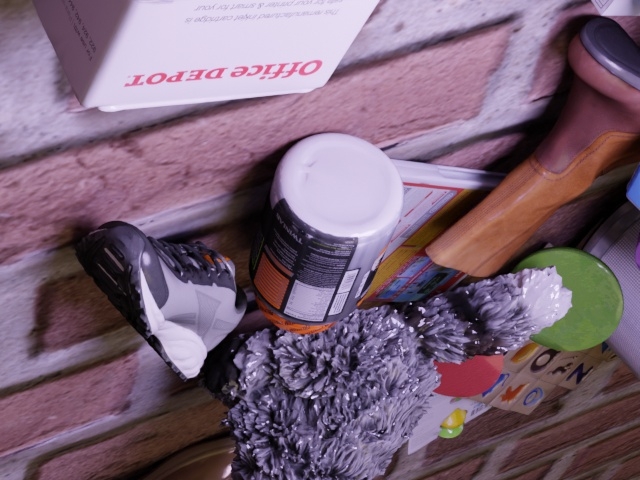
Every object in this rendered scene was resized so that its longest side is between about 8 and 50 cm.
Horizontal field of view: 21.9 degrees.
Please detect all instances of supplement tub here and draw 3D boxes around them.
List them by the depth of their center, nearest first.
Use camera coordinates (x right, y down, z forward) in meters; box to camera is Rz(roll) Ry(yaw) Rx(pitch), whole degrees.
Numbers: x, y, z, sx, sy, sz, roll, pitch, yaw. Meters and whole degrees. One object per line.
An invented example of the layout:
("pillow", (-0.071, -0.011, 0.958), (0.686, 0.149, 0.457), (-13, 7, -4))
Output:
("supplement tub", (0.000, 0.000, 1.482), (0.117, 0.117, 0.190), (-18, 155, -22))

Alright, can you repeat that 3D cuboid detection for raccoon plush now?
("raccoon plush", (0.061, 0.219, 1.662), (0.446, 0.299, 0.216), (-18, 167, 17))

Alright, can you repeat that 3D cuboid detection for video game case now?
("video game case", (0.095, -0.003, 1.689), (0.285, 0.025, 0.204), (4, 140, -50))

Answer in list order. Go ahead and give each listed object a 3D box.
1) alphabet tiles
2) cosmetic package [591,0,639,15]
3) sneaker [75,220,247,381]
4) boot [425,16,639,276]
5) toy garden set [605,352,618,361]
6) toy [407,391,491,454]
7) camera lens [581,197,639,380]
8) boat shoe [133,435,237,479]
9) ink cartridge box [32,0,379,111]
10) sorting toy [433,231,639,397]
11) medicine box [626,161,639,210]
("alphabet tiles", (0.300, 0.101, 2.043), (0.285, 0.011, 0.342), (-48, 147, 14))
("cosmetic package", (0.331, -0.246, 1.414), (0.239, 0.060, 0.099), (-6, 149, -40))
("sneaker", (-0.133, 0.034, 1.453), (0.108, 0.100, 0.271), (-41, 160, -5))
("boot", (0.206, -0.080, 1.576), (0.280, 0.096, 0.264), (-38, 164, 15))
("toy garden set", (0.429, 0.116, 2.253), (0.244, 0.049, 0.204), (-28, 156, 0))
("toy", (0.162, 0.160, 2.036), (0.137, 0.056, 0.237), (-26, 145, -22))
("camera lens", (0.437, 0.077, 1.880), (0.219, 0.274, 0.219), (-27, 147, -20))
("boat shoe", (-0.179, 0.330, 1.954), (0.341, 0.110, 0.122), (-21, 155, -15))
("ink cartridge box", (-0.040, -0.214, 1.015), (0.198, 0.115, 0.273), (-9, 149, -36))
("sorting toy", (0.253, 0.046, 1.811), (0.365, 0.127, 0.126), (-28, -161, 30))
("medicine box", (0.452, -0.054, 1.449), (0.149, 0.289, 0.263), (-26, 151, -33))
